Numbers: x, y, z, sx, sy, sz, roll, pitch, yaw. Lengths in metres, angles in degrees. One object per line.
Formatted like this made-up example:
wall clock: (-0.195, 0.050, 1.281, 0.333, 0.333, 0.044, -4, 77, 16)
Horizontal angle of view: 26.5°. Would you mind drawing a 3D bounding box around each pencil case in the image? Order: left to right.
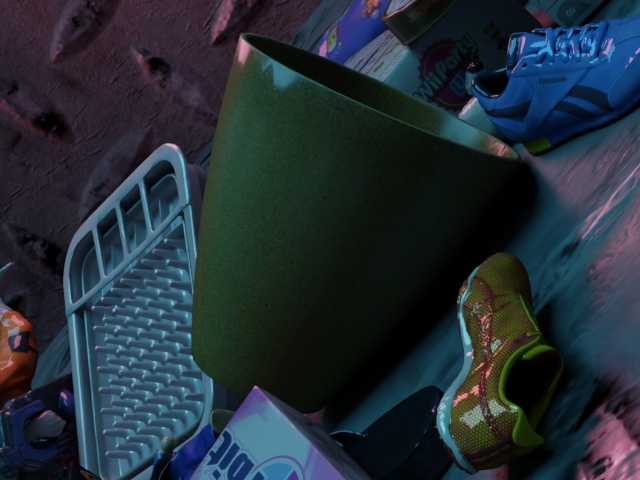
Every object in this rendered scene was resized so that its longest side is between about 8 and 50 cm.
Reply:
pencil case: (0.115, -0.262, 1.543, 0.306, 0.133, 0.119, -38, 42, 54)

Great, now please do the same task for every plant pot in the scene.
plant pot: (0.000, 0.000, 1.078, 0.237, 0.237, 0.254, -107, 39, -75)

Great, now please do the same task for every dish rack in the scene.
dish rack: (-0.172, 0.097, 1.430, 0.285, 0.072, 0.333, -38, 52, 44)

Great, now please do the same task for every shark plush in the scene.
shark plush: (0.152, -0.096, 1.176, 0.067, 0.073, 0.161, -38, -22, -42)

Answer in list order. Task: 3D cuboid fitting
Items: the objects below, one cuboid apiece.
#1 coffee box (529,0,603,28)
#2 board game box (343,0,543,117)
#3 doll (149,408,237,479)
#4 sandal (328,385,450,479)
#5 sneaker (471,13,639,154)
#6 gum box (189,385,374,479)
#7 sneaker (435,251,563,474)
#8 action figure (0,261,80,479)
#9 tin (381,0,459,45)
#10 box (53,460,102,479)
coffee box: (0.218, -0.466, 1.210, 0.334, 0.337, 0.338, -45, 14, 32)
board game box: (0.061, -0.130, 1.384, 0.224, 0.097, 0.303, -51, 10, -21)
doll: (-0.130, 0.231, 1.243, 0.189, 0.046, 0.129, -45, 36, 40)
sandal: (-0.001, 0.166, 0.930, 0.254, 0.054, 0.097, -44, 15, 36)
sneaker: (0.184, -0.128, 1.006, 0.069, 0.082, 0.209, -57, 14, -26)
gum box: (-0.019, 0.175, 0.824, 0.107, 0.062, 0.188, -54, 30, 0)
sneaker: (0.115, 0.068, 0.802, 0.067, 0.064, 0.175, -23, 31, 26)
action figure: (-0.337, 0.192, 1.602, 0.178, 0.330, 0.341, -41, -15, 25)
tin: (0.111, -0.246, 1.265, 0.106, 0.040, 0.190, -35, 16, 29)
box: (-0.257, 0.349, 0.919, 0.395, 0.097, 0.318, -53, 8, -7)
